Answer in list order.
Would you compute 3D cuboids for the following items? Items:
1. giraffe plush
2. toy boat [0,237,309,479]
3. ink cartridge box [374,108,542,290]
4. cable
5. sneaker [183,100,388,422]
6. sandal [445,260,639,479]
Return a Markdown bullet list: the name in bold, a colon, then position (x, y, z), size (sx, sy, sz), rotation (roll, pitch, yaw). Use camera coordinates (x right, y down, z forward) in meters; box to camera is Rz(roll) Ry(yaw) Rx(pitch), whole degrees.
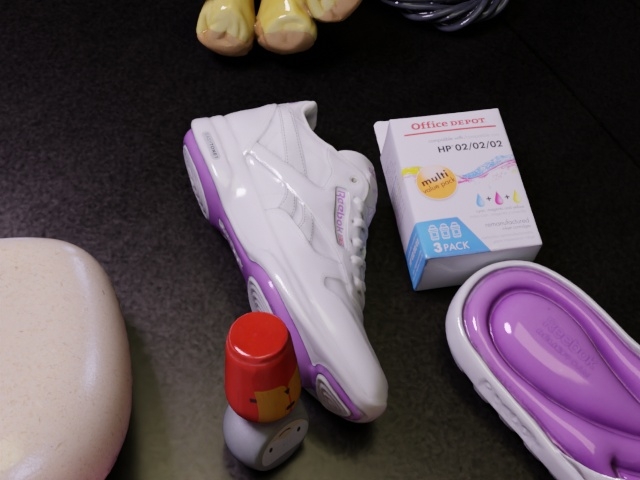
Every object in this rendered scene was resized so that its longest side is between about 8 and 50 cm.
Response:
- **giraffe plush**: position (-0.052, -0.299, 1.061), size (0.181, 0.210, 0.170), rotation (-4, 27, 4)
- **toy boat**: position (-0.167, 0.120, 0.809), size (0.318, 0.148, 0.268), rotation (-1, 48, -1)
- **ink cartridge box**: position (0.116, -0.053, 0.975), size (0.104, 0.062, 0.181), rotation (-7, 60, -10)
- **cable**: position (0.107, -0.284, 1.125), size (0.184, 0.047, 0.151), rotation (18, 64, 0)
- **sneaker**: position (0.000, 0.000, 0.902), size (0.152, 0.114, 0.305), rotation (-20, 64, -15)
- **sandal**: position (0.272, 0.160, 0.841), size (0.416, 0.102, 0.169), rotation (35, 65, 12)
